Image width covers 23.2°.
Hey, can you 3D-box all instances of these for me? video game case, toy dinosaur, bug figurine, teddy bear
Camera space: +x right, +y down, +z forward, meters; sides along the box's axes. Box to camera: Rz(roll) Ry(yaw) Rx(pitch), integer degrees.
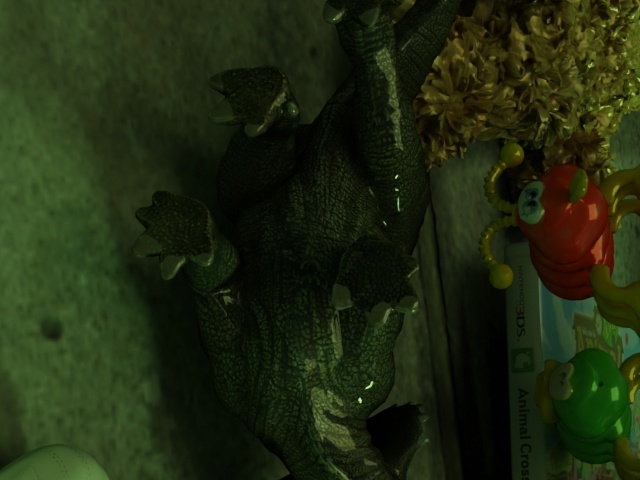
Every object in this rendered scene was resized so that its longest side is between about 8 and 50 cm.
[{"bbox_3d":[0.149,0.114,0.852,0.212,0.023,0.193,23,63,-60],"label":"video game case"},{"bbox_3d":[0.000,0.000,0.613,0.160,0.121,0.314,86,4,-59],"label":"toy dinosaur"},{"bbox_3d":[0.107,0.106,0.657,0.216,0.072,0.279,61,34,-58],"label":"bug figurine"},{"bbox_3d":[0.129,-0.121,0.820,0.338,0.113,0.245,23,67,-53],"label":"teddy bear"}]

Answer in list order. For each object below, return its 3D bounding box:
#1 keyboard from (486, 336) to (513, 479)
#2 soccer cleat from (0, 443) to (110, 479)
[{"bbox_3d":[0.108,0.140,0.816,0.108,0.023,0.180,6,78,-63],"label":"keyboard"},{"bbox_3d":[-0.097,0.139,0.445,0.068,0.076,0.196,61,38,-30],"label":"soccer cleat"}]
